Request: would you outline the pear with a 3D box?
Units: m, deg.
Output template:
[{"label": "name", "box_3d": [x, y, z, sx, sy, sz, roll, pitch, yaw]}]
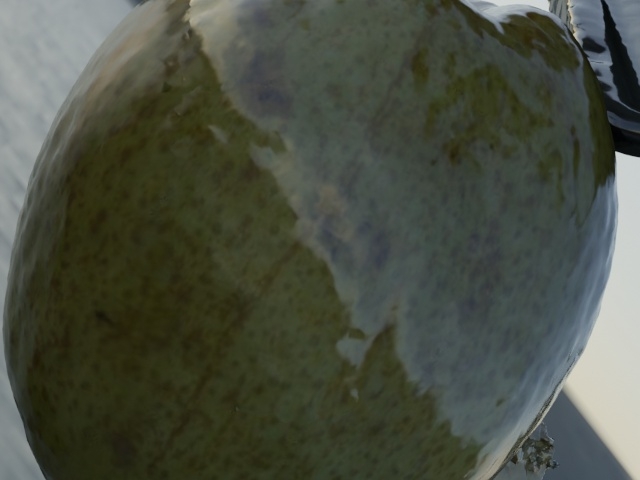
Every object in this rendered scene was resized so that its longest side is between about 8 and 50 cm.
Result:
[{"label": "pear", "box_3d": [0.000, 0.000, 0.619, 0.188, 0.211, 0.228, 34, 13, 2]}]

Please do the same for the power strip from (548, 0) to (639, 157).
[{"label": "power strip", "box_3d": [0.220, -0.088, 0.735, 0.257, 0.251, 0.092, -85, 179, -63]}]

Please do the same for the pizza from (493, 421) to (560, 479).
[{"label": "pizza", "box_3d": [0.029, 0.103, 0.811, 0.147, 0.226, 0.069, 29, 44, -15]}]
